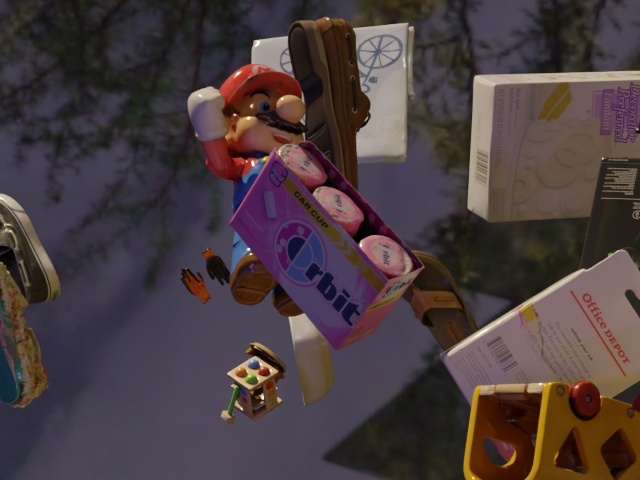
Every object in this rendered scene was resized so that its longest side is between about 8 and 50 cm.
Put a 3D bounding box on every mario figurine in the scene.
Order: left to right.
[{"bbox_3d":[-0.051,-0.085,1.497,0.198,0.170,0.320,62,-164,-59],"label":"mario figurine"}]

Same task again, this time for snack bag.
[{"bbox_3d":[0.021,-0.265,2.390,0.037,0.323,0.342,70,-162,-56],"label":"snack bag"}]

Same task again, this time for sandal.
[{"bbox_3d":[0.141,0.083,1.550,0.180,0.072,0.049,55,-156,-23],"label":"sandal"}]

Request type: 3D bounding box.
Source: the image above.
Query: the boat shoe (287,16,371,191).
[{"bbox_3d":[0.033,-0.205,2.011,0.104,0.110,0.307,-10,-86,-26],"label":"boat shoe"}]

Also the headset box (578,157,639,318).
[{"bbox_3d":[0.498,0.039,1.749,0.131,0.246,0.283,39,-120,-51],"label":"headset box"}]

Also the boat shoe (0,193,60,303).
[{"bbox_3d":[-0.496,0.011,2.026,0.070,0.219,0.078,-12,-36,-41],"label":"boat shoe"}]

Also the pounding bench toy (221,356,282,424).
[{"bbox_3d":[-0.103,0.209,1.740,0.083,0.052,0.065,-30,-50,-32],"label":"pounding bench toy"}]

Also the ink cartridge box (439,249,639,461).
[{"bbox_3d":[0.226,0.105,1.184,0.198,0.115,0.067,-31,-5,1],"label":"ink cartridge box"}]

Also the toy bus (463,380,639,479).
[{"bbox_3d":[0.211,0.176,0.998,0.191,0.202,0.104,55,-136,-68],"label":"toy bus"}]

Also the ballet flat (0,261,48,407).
[{"bbox_3d":[-0.457,0.125,1.842,0.077,0.091,0.241,-14,-90,-55],"label":"ballet flat"}]

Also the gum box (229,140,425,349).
[{"bbox_3d":[0.000,0.000,1.251,0.062,0.188,0.107,-20,-28,-48],"label":"gum box"}]

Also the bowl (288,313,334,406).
[{"bbox_3d":[-0.015,0.155,1.872,0.142,0.053,0.142,-104,3,-50],"label":"bowl"}]

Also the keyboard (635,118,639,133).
[{"bbox_3d":[0.460,-0.108,1.318,0.033,0.317,0.201,1,-77,-35],"label":"keyboard"}]

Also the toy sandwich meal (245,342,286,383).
[{"bbox_3d":[-0.093,0.205,2.116,0.029,0.085,0.085,-52,-31,-17],"label":"toy sandwich meal"}]

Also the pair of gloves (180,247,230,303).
[{"bbox_3d":[-0.203,0.063,2.237,0.083,0.010,0.074,-40,-82,-20],"label":"pair of gloves"}]

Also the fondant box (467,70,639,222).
[{"bbox_3d":[0.426,-0.164,2.171,0.096,0.330,0.238,-139,47,-67],"label":"fondant box"}]
